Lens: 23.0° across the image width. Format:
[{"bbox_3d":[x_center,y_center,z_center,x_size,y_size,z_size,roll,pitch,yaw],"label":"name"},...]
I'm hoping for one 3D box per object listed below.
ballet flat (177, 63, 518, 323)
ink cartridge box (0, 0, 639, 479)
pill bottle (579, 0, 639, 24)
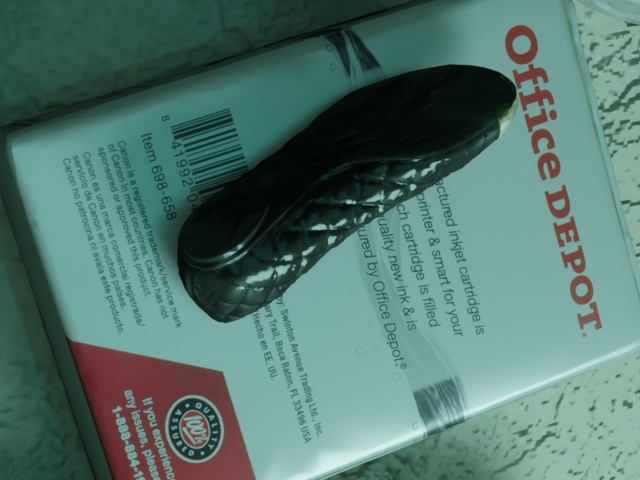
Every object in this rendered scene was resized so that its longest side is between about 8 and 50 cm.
[{"bbox_3d":[0.012,-0.026,0.692,0.173,0.057,0.049,-31,143,-12],"label":"ballet flat"},{"bbox_3d":[0.000,0.000,0.769,0.273,0.114,0.197,-19,101,-14],"label":"ink cartridge box"},{"bbox_3d":[0.180,-0.178,0.832,0.067,0.067,0.120,19,90,-19],"label":"pill bottle"}]
